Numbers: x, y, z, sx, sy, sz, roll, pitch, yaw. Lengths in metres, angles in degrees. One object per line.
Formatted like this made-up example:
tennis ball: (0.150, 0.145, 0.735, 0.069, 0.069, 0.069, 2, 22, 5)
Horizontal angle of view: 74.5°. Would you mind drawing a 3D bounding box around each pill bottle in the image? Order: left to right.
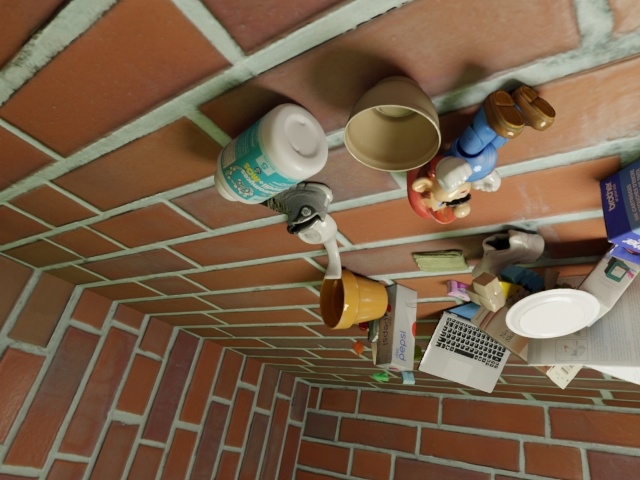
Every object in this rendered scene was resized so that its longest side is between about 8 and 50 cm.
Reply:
pill bottle: (-0.119, -0.164, 0.882, 0.146, 0.146, 0.264, 30, 148, -32)

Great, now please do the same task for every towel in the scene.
towel: (0.362, 0.066, 1.262, 0.148, 0.027, 0.110, -5, 149, 30)

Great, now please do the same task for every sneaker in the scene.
sneaker: (-0.090, -0.080, 1.047, 0.229, 0.132, 0.086, 2, 151, 17)
sneaker: (0.211, 0.311, 1.686, 0.106, 0.078, 0.234, 20, 125, 8)
sneaker: (0.465, 0.034, 1.116, 0.115, 0.090, 0.232, 24, 142, -9)

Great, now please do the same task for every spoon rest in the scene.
spoon rest: (0.000, 0.000, 1.247, 0.137, 0.084, 0.276, -2, 136, 23)

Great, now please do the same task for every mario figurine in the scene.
mario figurine: (0.286, -0.121, 0.786, 0.198, 0.170, 0.320, 15, 151, -11)

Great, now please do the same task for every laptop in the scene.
laptop: (0.649, 0.406, 1.587, 0.382, 0.407, 0.236, 22, -176, -17)

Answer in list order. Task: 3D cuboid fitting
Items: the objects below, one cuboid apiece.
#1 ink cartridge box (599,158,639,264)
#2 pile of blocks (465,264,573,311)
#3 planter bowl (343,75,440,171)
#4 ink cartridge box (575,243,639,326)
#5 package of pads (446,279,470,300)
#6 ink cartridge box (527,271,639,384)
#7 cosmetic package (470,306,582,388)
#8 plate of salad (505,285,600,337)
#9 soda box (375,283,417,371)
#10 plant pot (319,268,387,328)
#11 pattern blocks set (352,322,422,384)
ink cartridge box: (0.713, -0.071, 0.737, 0.270, 0.151, 0.395, 17, 154, -11)
pile of blocks: (0.509, 0.122, 1.082, 0.362, 0.148, 0.113, 19, -175, -28)
planter bowl: (0.127, -0.213, 0.732, 0.162, 0.109, 0.162, 9, 153, 4)
ink cartridge box: (0.707, 0.087, 1.029, 0.078, 0.231, 0.134, 39, 164, 28)
package of pads: (0.458, 0.164, 1.386, 0.083, 0.050, 0.032, 17, 147, -10)
ink cartridge box: (0.758, 0.220, 1.086, 0.385, 0.308, 0.091, -13, 125, 38)
cosmetic package: (0.630, 0.285, 1.277, 0.129, 0.153, 0.296, 38, 180, -30)
plate of salad: (0.539, 0.167, 0.987, 0.200, 0.048, 0.199, 4, 136, 4)
soda box: (0.268, 0.304, 1.470, 0.098, 0.286, 0.091, 24, 149, -23)
plant pot: (0.122, 0.205, 1.465, 0.188, 0.205, 0.205, 5, 157, -23)
pattern blocks set: (0.276, 0.449, 1.736, 0.286, 0.325, 0.026, 11, 124, 3)
